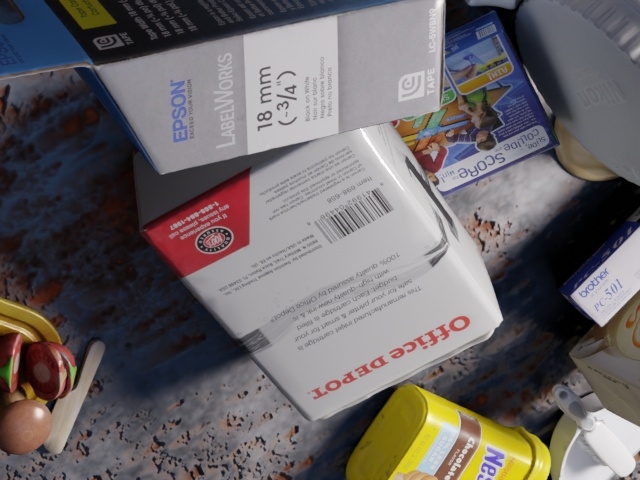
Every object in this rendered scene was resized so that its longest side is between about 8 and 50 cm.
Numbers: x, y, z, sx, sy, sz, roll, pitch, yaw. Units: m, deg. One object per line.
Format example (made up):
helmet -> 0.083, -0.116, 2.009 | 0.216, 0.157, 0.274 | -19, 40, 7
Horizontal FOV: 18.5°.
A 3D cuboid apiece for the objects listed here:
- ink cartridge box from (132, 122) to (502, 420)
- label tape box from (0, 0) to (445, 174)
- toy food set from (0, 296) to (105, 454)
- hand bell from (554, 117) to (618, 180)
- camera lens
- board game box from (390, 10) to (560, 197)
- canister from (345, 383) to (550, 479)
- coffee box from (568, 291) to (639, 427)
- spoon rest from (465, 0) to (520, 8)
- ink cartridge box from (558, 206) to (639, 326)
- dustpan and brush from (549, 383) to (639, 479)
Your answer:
ink cartridge box -> 0.000, 0.000, 1.634 | 0.197, 0.114, 0.273 | -28, 129, 13
label tape box -> -0.111, -0.155, 1.440 | 0.334, 0.240, 0.106 | -14, 125, -20
toy food set -> -0.268, 0.119, 1.619 | 0.218, 0.071, 0.128 | 22, 105, -36
hand bell -> 0.319, -0.057, 1.728 | 0.126, 0.242, 0.126 | -13, 123, -21
camera lens -> 0.328, -0.202, 1.647 | 0.274, 0.219, 0.219 | -39, 129, -14
board game box -> 0.085, -0.095, 1.670 | 0.201, 0.035, 0.136 | -24, 129, 10
canister -> 0.121, 0.218, 1.888 | 0.170, 0.073, 0.126 | 26, 102, -35
coffee box -> 0.375, 0.068, 1.866 | 0.246, 0.141, 0.098 | -46, 127, -13
spoon rest -> 0.146, -0.283, 1.548 | 0.137, 0.084, 0.276 | 3, 140, 3
ink cartridge box -> 0.315, -0.010, 1.843 | 0.046, 0.097, 0.207 | 44, 91, -1
dustpan and brush -> 0.270, 0.189, 1.959 | 0.147, 0.060, 0.211 | -43, 128, 0
